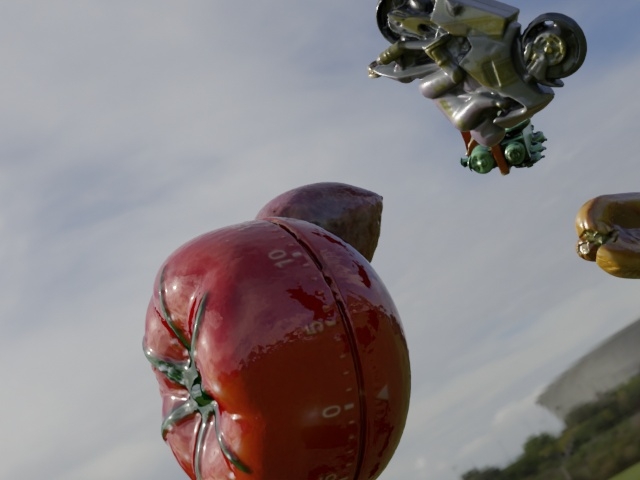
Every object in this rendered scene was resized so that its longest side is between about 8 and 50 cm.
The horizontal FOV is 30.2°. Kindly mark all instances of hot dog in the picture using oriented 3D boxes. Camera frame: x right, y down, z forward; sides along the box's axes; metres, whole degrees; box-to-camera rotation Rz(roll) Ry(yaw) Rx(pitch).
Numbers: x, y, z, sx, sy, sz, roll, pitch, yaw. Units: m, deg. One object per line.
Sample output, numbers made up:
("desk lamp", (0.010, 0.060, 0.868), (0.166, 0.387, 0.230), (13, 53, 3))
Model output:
("hot dog", (0.344, 0.000, 1.244), (0.250, 0.100, 0.068), (-2, -35, -47))

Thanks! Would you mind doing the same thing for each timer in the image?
("timer", (-0.054, 0.159, 1.484), (0.279, 0.378, 0.378), (-11, -22, -30))

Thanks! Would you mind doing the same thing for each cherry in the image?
("cherry", (0.000, 0.000, 1.882), (0.250, 0.192, 0.175), (-37, -16, -11))

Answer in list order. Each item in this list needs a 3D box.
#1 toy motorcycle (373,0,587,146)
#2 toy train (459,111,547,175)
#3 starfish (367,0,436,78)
("toy motorcycle", (0.154, -0.171, 1.195), (0.073, 0.225, 0.152), (-39, -42, -51))
("toy train", (0.242, -0.132, 1.607), (0.118, 0.074, 0.176), (-19, 16, 20))
("starfish", (0.218, -0.346, 2.020), (0.312, 0.303, 0.113), (-26, 20, -26))
